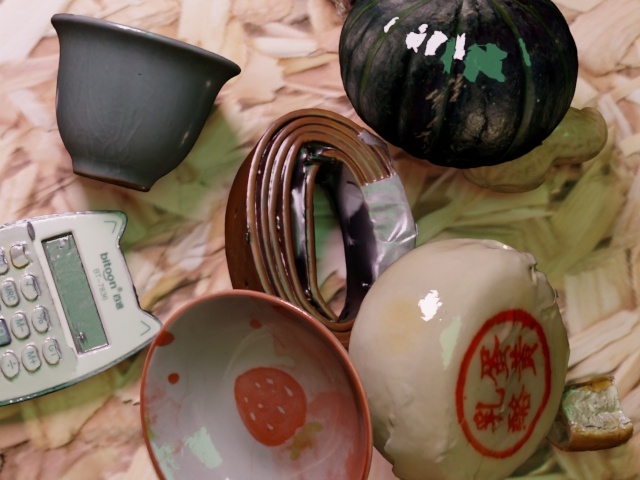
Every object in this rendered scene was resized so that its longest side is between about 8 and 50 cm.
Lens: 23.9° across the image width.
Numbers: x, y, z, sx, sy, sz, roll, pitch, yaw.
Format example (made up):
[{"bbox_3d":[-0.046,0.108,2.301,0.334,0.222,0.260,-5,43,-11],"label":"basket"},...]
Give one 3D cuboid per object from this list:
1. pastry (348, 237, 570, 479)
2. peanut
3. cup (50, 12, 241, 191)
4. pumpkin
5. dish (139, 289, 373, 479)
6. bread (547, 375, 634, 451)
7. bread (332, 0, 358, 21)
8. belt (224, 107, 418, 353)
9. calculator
[{"bbox_3d":[0.144,0.124,1.519,0.265,0.133,0.265,-9,102,-48],"label":"pastry"},{"bbox_3d":[0.241,-0.104,1.685,0.187,0.082,0.082,-26,83,-23],"label":"peanut"},{"bbox_3d":[-0.193,-0.130,1.529,0.199,0.199,0.150,14,89,-12],"label":"cup"},{"bbox_3d":[0.139,-0.175,1.579,0.250,0.216,0.250,13,41,-12],"label":"pumpkin"},{"bbox_3d":[-0.047,0.168,1.476,0.085,0.260,0.260,-18,77,-60],"label":"dish"},{"bbox_3d":[0.282,0.190,1.610,0.070,0.083,0.077,-14,79,-16],"label":"bread"},{"bbox_3d":[0.048,-0.304,1.671,0.106,0.082,0.125,-50,120,-29],"label":"bread"},{"bbox_3d":[0.000,0.000,1.571,0.184,0.105,0.261,3,73,-17],"label":"belt"},{"bbox_3d":[-0.301,0.071,1.499,0.268,0.040,0.177,-15,79,-19],"label":"calculator"}]
